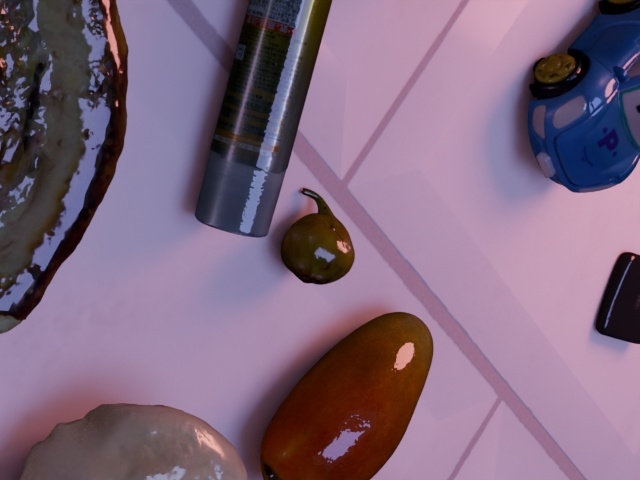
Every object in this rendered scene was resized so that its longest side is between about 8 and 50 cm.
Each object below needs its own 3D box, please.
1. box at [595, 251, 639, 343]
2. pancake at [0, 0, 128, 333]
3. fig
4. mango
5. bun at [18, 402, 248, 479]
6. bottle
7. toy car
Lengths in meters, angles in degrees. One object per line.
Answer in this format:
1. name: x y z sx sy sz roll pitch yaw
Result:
1. box: 0.448 0.082 2.336 0.125 0.027 0.126 17 95 -47
2. pancake: -0.283 -0.128 1.406 0.305 0.067 0.426 17 95 -48
3. fig: 0.000 0.000 1.772 0.084 0.082 0.098 23 70 -16
4. mango: 0.040 0.183 1.854 0.289 0.129 0.146 -55 137 -29
5. bun: -0.195 0.264 1.605 0.259 0.160 0.259 -18 128 -25
6. bottle: -0.055 -0.147 1.635 0.082 0.082 0.286 8 100 -49
7. toy car: 0.396 -0.188 2.058 0.314 0.166 0.198 -47 131 -23
